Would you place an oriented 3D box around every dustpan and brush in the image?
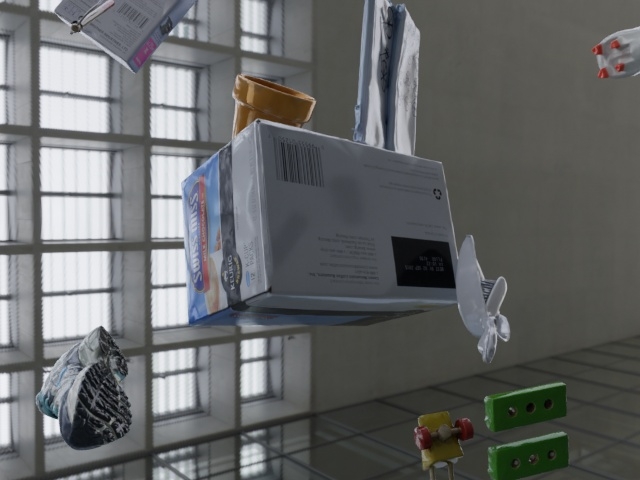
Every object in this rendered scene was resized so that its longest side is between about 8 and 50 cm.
[{"bbox_3d":[0.218,0.095,0.838,0.147,0.060,0.211,63,-144,-18],"label":"dustpan and brush"}]

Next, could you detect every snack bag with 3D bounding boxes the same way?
[{"bbox_3d":[0.146,-0.326,1.296,0.342,0.037,0.323,11,-96,-67],"label":"snack bag"}]

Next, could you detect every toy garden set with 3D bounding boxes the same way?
[{"bbox_3d":[0.216,0.310,0.806,0.204,0.049,0.244,-6,-83,-17],"label":"toy garden set"}]

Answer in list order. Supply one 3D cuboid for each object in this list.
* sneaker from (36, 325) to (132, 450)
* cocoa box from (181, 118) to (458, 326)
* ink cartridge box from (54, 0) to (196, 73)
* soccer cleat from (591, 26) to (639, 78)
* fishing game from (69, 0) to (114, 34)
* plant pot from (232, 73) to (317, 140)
[{"bbox_3d":[-0.359,0.239,0.946,0.122,0.283,0.110,-32,-71,-4],"label":"sneaker"},{"bbox_3d":[0.000,0.000,0.938,0.347,0.228,0.231,6,-109,-37],"label":"cocoa box"},{"bbox_3d":[-0.330,-0.492,1.207,0.186,0.065,0.311,36,-94,9],"label":"ink cartridge box"},{"bbox_3d":[0.357,-0.197,0.626,0.076,0.196,0.068,-20,-75,-14],"label":"soccer cleat"},{"bbox_3d":[-0.171,-0.324,0.599,0.041,0.189,0.264,30,-63,-19],"label":"fishing game"},{"bbox_3d":[-0.134,-0.291,1.586,0.205,0.205,0.188,6,-70,-39],"label":"plant pot"}]
